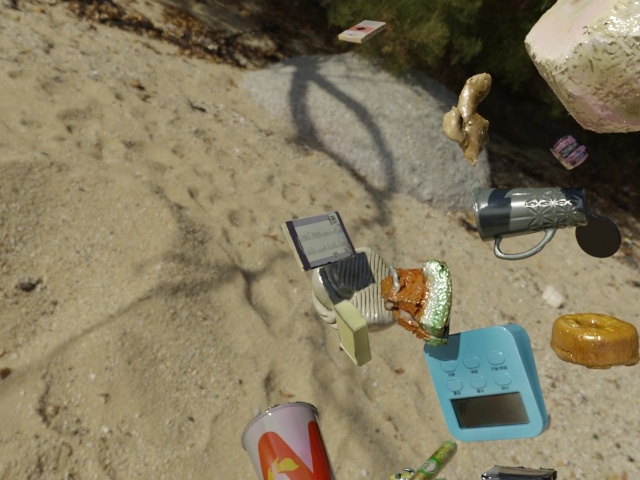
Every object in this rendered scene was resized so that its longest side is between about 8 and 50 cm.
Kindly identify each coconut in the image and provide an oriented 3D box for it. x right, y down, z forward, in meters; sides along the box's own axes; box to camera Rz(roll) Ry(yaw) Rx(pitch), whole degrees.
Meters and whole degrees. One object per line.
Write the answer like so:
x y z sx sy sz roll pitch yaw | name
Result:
0.687 -0.419 1.256 0.405 0.404 0.404 24 20 -9 | coconut

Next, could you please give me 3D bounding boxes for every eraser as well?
0.095 0.269 1.679 0.058 0.172 0.117 -24 41 -16 | eraser

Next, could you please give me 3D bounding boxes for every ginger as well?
0.361 -0.290 1.362 0.133 0.214 0.059 36 -19 -21 | ginger

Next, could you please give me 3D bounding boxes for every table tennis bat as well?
0.922 -0.048 1.959 0.027 0.150 0.236 -26 92 -38 | table tennis bat

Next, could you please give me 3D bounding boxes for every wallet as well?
0.664 0.781 1.921 0.222 0.036 0.167 -9 -12 29 | wallet

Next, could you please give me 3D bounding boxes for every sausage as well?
0.192 0.410 1.027 0.033 0.033 0.269 37 22 24 | sausage

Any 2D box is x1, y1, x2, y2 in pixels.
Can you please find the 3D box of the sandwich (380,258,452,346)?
0.212 0.134 1.286 0.160 0.109 0.184 0 60 8 | sandwich

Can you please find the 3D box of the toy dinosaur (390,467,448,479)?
0.315 0.655 1.497 0.259 0.153 0.094 -2 36 15 | toy dinosaur

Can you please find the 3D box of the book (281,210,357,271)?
-0.001 0.000 1.745 0.231 0.026 0.157 -14 76 -44 | book

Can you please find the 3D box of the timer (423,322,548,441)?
0.366 0.325 1.300 0.091 0.232 0.250 4 70 -51 | timer

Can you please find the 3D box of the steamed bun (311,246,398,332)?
0.107 0.194 1.982 0.324 0.219 0.309 -8 60 -36 | steamed bun

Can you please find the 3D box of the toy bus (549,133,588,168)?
0.705 -0.250 1.644 0.090 0.063 0.203 49 18 10 | toy bus

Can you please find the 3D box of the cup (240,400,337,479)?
-0.044 0.528 1.269 0.203 0.203 0.288 13 31 -34 | cup

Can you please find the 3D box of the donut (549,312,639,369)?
0.743 0.272 1.573 0.227 0.113 0.226 -2 10 0 | donut

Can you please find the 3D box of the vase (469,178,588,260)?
0.580 -0.070 1.615 0.301 0.251 0.156 -5 -14 29 | vase

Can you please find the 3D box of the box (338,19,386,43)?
0.074 -0.364 1.008 0.046 0.012 0.083 21 44 30 | box
